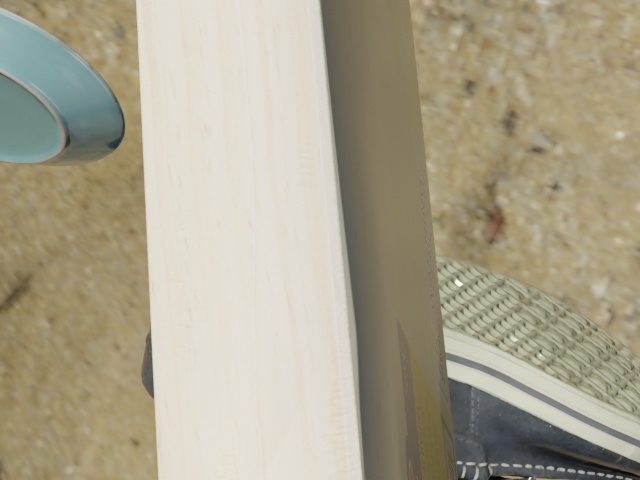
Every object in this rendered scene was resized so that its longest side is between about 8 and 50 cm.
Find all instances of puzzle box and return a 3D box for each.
[{"bbox_3d":[0.000,0.000,0.575,0.052,0.272,0.409,-7,70,8],"label":"puzzle box"}]

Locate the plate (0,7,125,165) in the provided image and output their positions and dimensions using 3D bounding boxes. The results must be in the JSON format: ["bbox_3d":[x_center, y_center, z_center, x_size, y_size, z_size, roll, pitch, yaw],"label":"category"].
[{"bbox_3d":[-0.210,-0.090,1.102,0.188,0.188,0.024,36,60,-33],"label":"plate"}]

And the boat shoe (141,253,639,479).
[{"bbox_3d":[0.088,0.114,1.410,0.500,0.187,0.156,17,114,-25],"label":"boat shoe"}]
